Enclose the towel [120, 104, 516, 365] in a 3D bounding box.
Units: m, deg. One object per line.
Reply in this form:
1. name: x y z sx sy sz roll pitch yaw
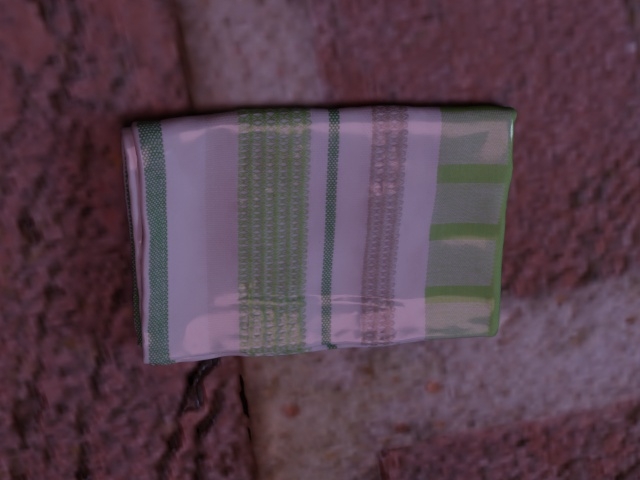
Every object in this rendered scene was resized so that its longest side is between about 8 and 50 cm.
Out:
1. towel: 0.000 0.000 0.569 0.152 0.023 0.113 -3 124 -6
